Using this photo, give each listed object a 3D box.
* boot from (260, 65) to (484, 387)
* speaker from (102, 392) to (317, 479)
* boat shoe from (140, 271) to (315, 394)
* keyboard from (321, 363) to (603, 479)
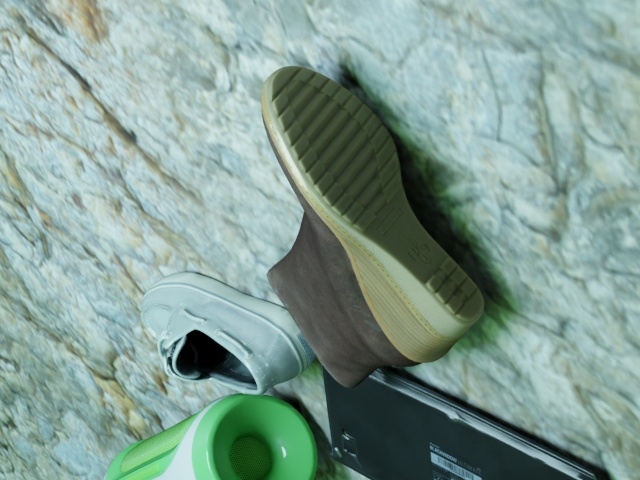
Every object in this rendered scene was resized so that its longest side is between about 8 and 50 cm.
[{"bbox_3d":[0.000,0.000,1.457,0.248,0.090,0.207,53,148,-4],"label":"boot"},{"bbox_3d":[-0.114,0.228,1.806,0.131,0.131,0.296,56,150,-1],"label":"speaker"},{"bbox_3d":[-0.104,0.087,1.697,0.227,0.081,0.079,13,130,49],"label":"boat shoe"},{"bbox_3d":[0.123,0.213,1.557,0.317,0.033,0.201,25,132,42],"label":"keyboard"}]
